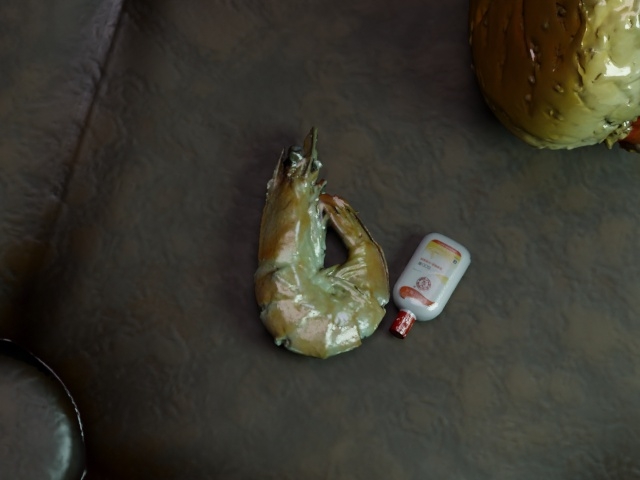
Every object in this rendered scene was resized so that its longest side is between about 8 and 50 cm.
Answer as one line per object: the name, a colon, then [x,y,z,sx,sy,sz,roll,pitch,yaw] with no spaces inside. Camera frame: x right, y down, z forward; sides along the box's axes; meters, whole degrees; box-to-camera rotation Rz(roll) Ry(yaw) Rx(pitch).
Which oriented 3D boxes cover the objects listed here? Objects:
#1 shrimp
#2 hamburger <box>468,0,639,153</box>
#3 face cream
shrimp: [0.000,0.000,1.441,0.099,0.041,0.180,-1,67,-4]
hamburger: [0.210,-0.177,1.424,0.163,0.244,0.244,7,67,-11]
face cream: [0.076,0.035,1.441,0.040,0.021,0.083,28,70,9]
